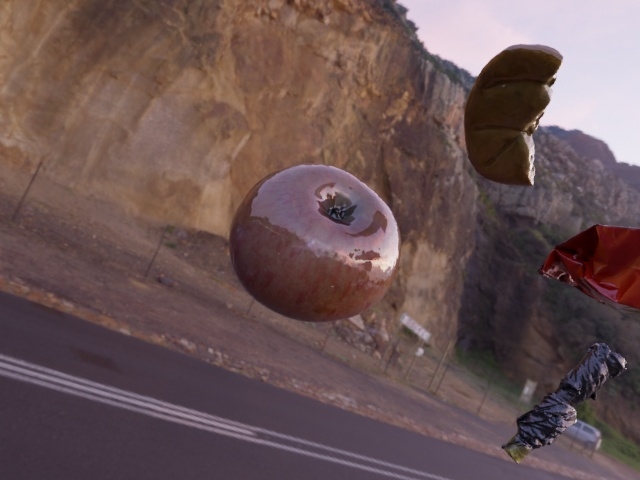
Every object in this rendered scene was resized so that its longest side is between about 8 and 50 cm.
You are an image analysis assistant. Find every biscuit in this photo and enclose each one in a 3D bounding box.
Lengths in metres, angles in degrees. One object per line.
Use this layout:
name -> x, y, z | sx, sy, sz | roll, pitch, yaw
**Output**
biscuit -> 0.323, -0.213, 0.886 | 0.154, 0.045, 0.299 | 32, -27, 31

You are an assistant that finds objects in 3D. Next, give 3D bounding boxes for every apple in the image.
apple -> 0.000, 0.000, 0.973 | 0.344, 0.345, 0.269 | 26, -23, -14

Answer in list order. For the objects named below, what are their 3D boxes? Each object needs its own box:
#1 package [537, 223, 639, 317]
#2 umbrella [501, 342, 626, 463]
package -> 0.532, 0.070, 0.677 | 0.196, 0.123, 0.423 | 18, 0, -28
umbrella -> 0.236, 0.160, 0.494 | 0.040, 0.144, 0.037 | 42, 4, -13
